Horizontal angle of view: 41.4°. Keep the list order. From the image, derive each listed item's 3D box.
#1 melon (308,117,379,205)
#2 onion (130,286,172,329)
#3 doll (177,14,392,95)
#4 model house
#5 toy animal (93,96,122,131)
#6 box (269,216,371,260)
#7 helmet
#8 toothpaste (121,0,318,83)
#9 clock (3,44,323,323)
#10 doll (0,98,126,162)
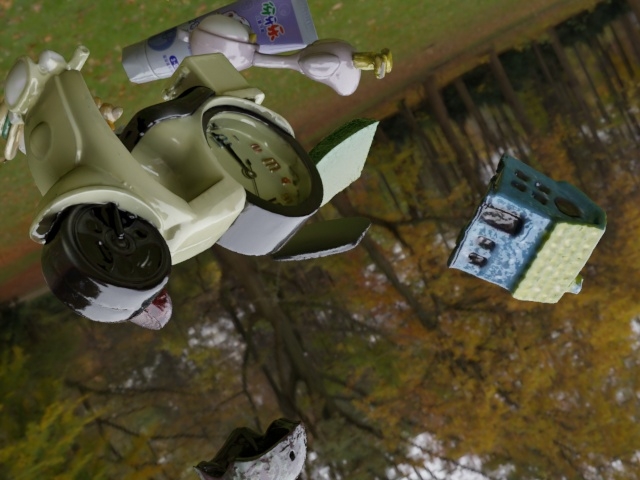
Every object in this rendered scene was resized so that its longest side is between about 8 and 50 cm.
[{"bbox_3d":[-0.002,-0.087,1.272,0.053,0.114,0.262,24,-126,27],"label":"melon"},{"bbox_3d":[-0.397,0.099,1.789,0.151,0.205,0.098,-26,-145,52],"label":"onion"},{"bbox_3d":[-0.067,-0.309,1.408,0.365,0.094,0.160,13,-162,7],"label":"doll"},{"bbox_3d":[0.464,-0.009,1.869,0.216,0.303,0.237,-65,178,-54],"label":"model house"},{"bbox_3d":[-0.392,-0.216,1.536,0.060,0.083,0.081,12,-172,10],"label":"toy animal"},{"bbox_3d":[0.000,0.000,1.832,0.212,0.042,0.201,-10,-164,22],"label":"box"},{"bbox_3d":[-0.092,0.346,1.280,0.176,0.107,0.153,-19,-177,28],"label":"helmet"},{"bbox_3d":[-0.191,-0.377,1.576,0.371,0.125,0.080,-13,-167,15],"label":"toothpaste"},{"bbox_3d":[-0.161,-0.078,0.851,0.120,0.276,0.379,-46,166,31],"label":"clock"},{"bbox_3d":[-0.385,-0.160,1.385,0.271,0.208,0.144,-8,135,-53],"label":"doll"}]
